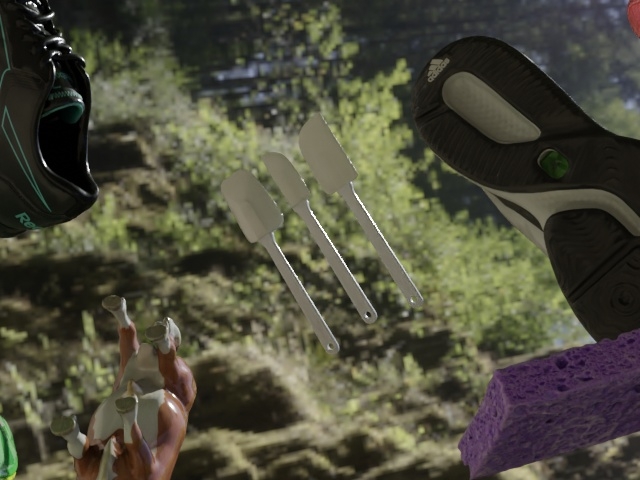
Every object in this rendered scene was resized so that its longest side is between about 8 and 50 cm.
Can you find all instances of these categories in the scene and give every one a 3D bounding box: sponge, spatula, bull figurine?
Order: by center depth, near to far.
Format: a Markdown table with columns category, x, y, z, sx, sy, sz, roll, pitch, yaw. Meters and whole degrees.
| category | x | y | z | sx | sy | sz | roll | pitch | yaw |
| --- | --- | --- | --- | --- | --- | --- | --- | --- | --- |
| sponge | 0.197 | 0.092 | 0.784 | 0.117 | 0.210 | 0.031 | 97 | -25 | -57 |
| bull figurine | -0.191 | 0.203 | 1.228 | 0.310 | 0.101 | 0.188 | -86 | 171 | -53 |
| spatula | 0.000 | 0.000 | 1.383 | 0.168 | 0.019 | 0.242 | -33 | -94 | 25 |

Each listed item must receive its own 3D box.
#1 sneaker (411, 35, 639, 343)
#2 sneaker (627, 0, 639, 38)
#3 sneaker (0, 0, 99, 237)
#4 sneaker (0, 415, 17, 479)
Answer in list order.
| category | x | y | z | sx | sy | sz | roll | pitch | yaw |
| --- | --- | --- | --- | --- | --- | --- | --- | --- | --- |
| sneaker | 0.298 | -0.015 | 1.214 | 0.169 | 0.257 | 0.447 | -46 | -116 | 12 |
| sneaker | 0.388 | -0.164 | 1.259 | 0.314 | 0.136 | 0.116 | 56 | -2 | 45 |
| sneaker | -0.218 | -0.138 | 0.915 | 0.106 | 0.101 | 0.267 | -4 | -84 | 34 |
| sneaker | -0.280 | 0.118 | 0.911 | 0.295 | 0.109 | 0.123 | 94 | 13 | -75 |
